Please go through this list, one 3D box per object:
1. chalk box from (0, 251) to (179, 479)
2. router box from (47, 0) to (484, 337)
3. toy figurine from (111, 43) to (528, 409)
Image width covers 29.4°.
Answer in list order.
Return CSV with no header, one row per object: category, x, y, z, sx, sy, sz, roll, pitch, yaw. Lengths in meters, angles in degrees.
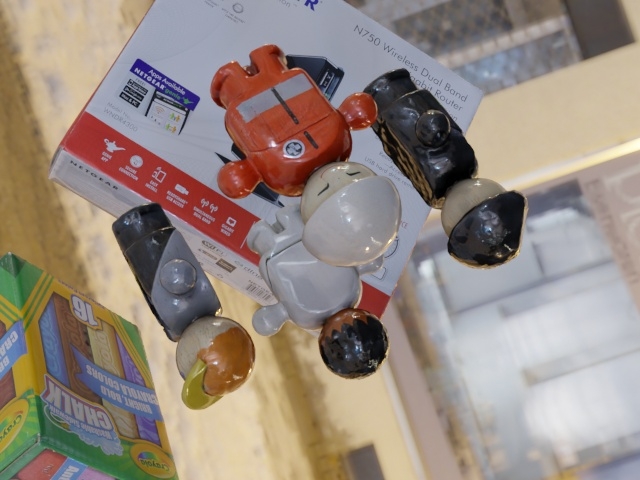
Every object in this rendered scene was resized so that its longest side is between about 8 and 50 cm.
chalk box,-0.251,0.192,1.070,0.179,0.180,0.289,37,20,-41
router box,-0.045,-0.106,1.194,0.301,0.335,0.082,-64,-169,-25
toy figurine,0.000,0.000,0.764,0.213,0.209,0.148,2,46,-52
